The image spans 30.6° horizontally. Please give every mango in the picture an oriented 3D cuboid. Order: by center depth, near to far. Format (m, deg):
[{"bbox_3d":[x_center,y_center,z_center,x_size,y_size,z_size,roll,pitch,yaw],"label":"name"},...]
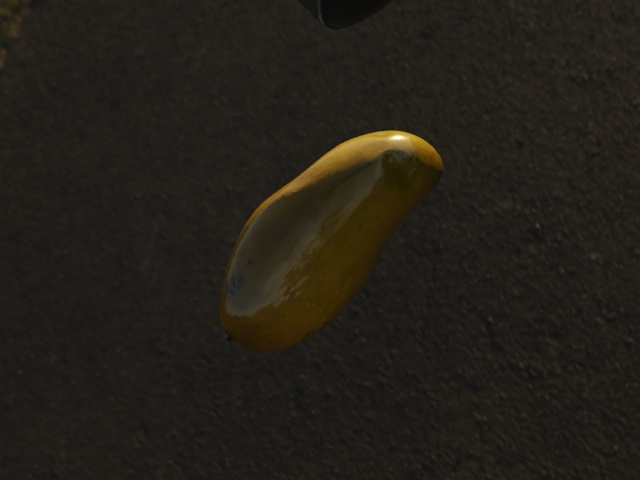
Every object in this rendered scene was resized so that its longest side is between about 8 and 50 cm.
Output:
[{"bbox_3d":[0.000,0.000,0.782,0.190,0.098,0.075,-47,43,12],"label":"mango"}]

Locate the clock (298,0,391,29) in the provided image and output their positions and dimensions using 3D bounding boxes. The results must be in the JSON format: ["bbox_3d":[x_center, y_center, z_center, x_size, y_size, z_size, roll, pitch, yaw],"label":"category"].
[{"bbox_3d":[0.088,-0.208,0.314,0.279,0.273,0.049,-39,74,-12],"label":"clock"}]
